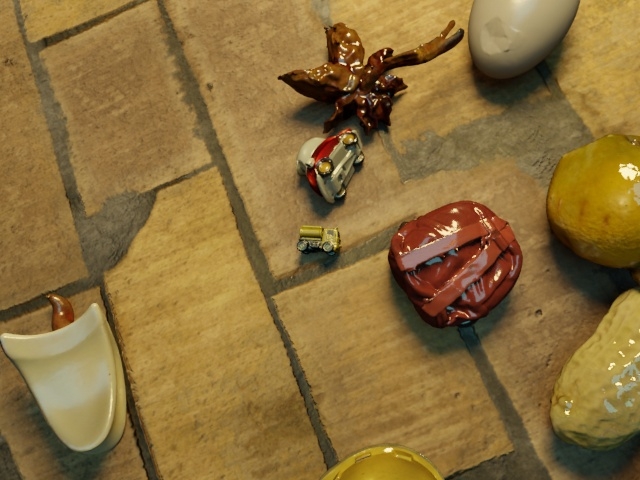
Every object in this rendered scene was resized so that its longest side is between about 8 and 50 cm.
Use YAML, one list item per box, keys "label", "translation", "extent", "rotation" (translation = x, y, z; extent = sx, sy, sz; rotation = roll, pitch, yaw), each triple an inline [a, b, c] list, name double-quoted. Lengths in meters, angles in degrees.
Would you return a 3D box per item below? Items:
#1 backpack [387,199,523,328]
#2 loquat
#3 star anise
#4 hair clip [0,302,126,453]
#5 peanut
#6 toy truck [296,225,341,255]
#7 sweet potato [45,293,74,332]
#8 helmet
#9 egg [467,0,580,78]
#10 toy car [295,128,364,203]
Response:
- label: "backpack"
  translation: [0.237, 0.034, 0.786]
  extent: [0.230, 0.139, 0.229]
  rotation: [-1, 83, 9]
- label: "loquat"
  translation: [0.489, -0.044, 0.728]
  extent: [0.214, 0.213, 0.245]
  rotation: [-12, 78, 7]
- label: "star anise"
  translation: [0.098, -0.328, 0.857]
  extent: [0.347, 0.148, 0.237]
  rotation: [-11, 83, 17]
- label: "hair clip"
  translation: [-0.462, 0.281, 0.864]
  extent: [0.173, 0.113, 0.281]
  rotation: [-20, 86, -19]
- label: "peanut"
  translation: [0.494, 0.206, 0.722]
  extent: [0.152, 0.152, 0.313]
  rotation: [39, 89, 12]
- label: "toy truck"
  translation: [0.000, 0.000, 0.875]
  extent: [0.084, 0.049, 0.054]
  rotation: [4, 82, 11]
- label: "sweet potato"
  translation: [-0.516, 0.204, 0.925]
  extent: [0.058, 0.055, 0.202]
  rotation: [-23, 80, 15]
- label: "helmet"
  translation: [0.098, 0.471, 0.752]
  extent: [0.257, 0.140, 0.205]
  rotation: [-23, 79, 3]
- label: "egg"
  translation: [0.358, -0.405, 0.809]
  extent: [0.176, 0.176, 0.231]
  rotation: [31, 93, 12]
- label: "toy car"
  translation: [0.010, -0.156, 0.875]
  extent: [0.112, 0.112, 0.139]
  rotation: [27, 77, 27]
